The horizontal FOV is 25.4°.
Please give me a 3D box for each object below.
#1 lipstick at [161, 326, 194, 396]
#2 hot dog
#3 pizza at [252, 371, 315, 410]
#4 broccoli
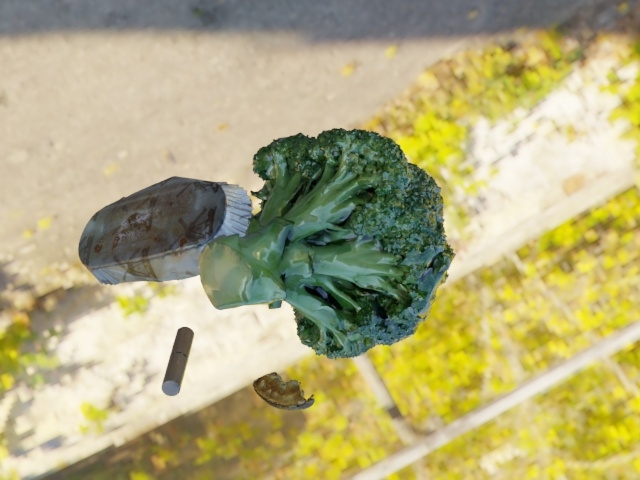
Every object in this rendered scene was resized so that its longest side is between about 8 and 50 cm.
[{"bbox_3d":[-0.130,0.110,1.301,0.019,0.019,0.094,-35,-160,19],"label":"lipstick"},{"bbox_3d":[-0.197,-0.013,1.817,0.268,0.144,0.075,-7,150,37],"label":"hot dog"},{"bbox_3d":[-0.040,0.164,1.535,0.083,0.037,0.016,13,177,31],"label":"pizza"},{"bbox_3d":[0.000,0.000,1.456,0.270,0.270,0.270,-16,159,-40],"label":"broccoli"}]
